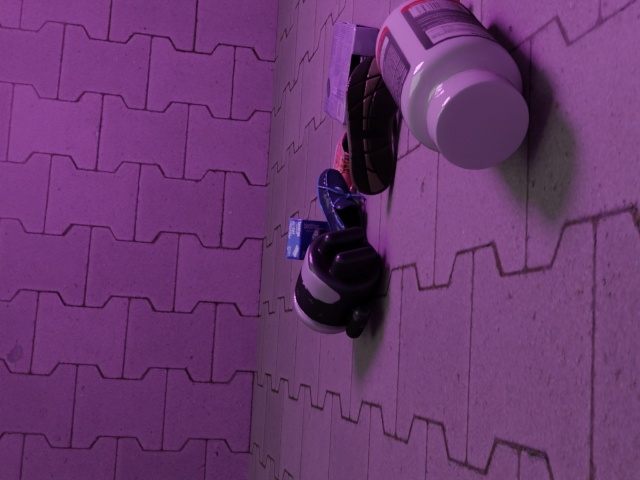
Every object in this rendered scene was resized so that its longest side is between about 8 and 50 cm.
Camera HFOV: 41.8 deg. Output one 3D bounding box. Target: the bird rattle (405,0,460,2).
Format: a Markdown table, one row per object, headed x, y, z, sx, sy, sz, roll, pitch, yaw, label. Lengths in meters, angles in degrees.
| x | y | z | sx | sy | sz | roll | pitch | yaw | label |
| --- | --- | --- | --- | --- | --- | --- | --- | --- | --- |
| 0.197 | -0.407 | 1.536 | 0.207 | 0.143 | 0.253 | 92 | 163 | -59 | bird rattle |

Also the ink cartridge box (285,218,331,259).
| x | y | z | sx | sy | sz | roll | pitch | yaw | label |
| --- | --- | --- | --- | --- | --- | --- | --- | --- | --- |
| 0.000 | 0.000 | 2.040 | 0.046 | 0.207 | 0.097 | 6 | 92 | 38 | ink cartridge box |

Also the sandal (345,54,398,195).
| x | y | z | sx | sy | sz | roll | pitch | yaw | label |
| --- | --- | --- | --- | --- | --- | --- | --- | --- | --- |
| 0.109 | -0.250 | 1.812 | 0.086 | 0.120 | 0.302 | -68 | -16 | -83 | sandal |

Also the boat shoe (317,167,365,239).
| x | y | z | sx | sy | sz | roll | pitch | yaw | label |
| --- | --- | --- | --- | --- | --- | --- | --- | --- | --- |
| 0.068 | -0.067 | 2.002 | 0.089 | 0.109 | 0.258 | -46 | 57 | 49 | boat shoe |

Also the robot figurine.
| x | y | z | sx | sy | sz | roll | pitch | yaw | label |
| --- | --- | --- | --- | --- | --- | --- | --- | --- | --- |
| 0.038 | 0.090 | 1.869 | 0.278 | 0.173 | 0.209 | 109 | 180 | -48 | robot figurine |

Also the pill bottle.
| x | y | z | sx | sy | sz | roll | pitch | yaw | label |
| --- | --- | --- | --- | --- | --- | --- | --- | --- | --- |
| 0.193 | -0.235 | 1.239 | 0.318 | 0.176 | 0.176 | -103 | 21 | -56 | pill bottle |

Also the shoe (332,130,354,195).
| x | y | z | sx | sy | sz | roll | pitch | yaw | label |
| --- | --- | --- | --- | --- | --- | --- | --- | --- | --- |
| 0.063 | -0.187 | 2.102 | 0.081 | 0.063 | 0.178 | 114 | 162 | -68 | shoe |

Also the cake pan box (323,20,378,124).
| x | y | z | sx | sy | sz | roll | pitch | yaw | label |
| --- | --- | --- | --- | --- | --- | --- | --- | --- | --- |
| 0.074 | -0.431 | 2.143 | 0.267 | 0.070 | 0.245 | -124 | 38 | -71 | cake pan box |
